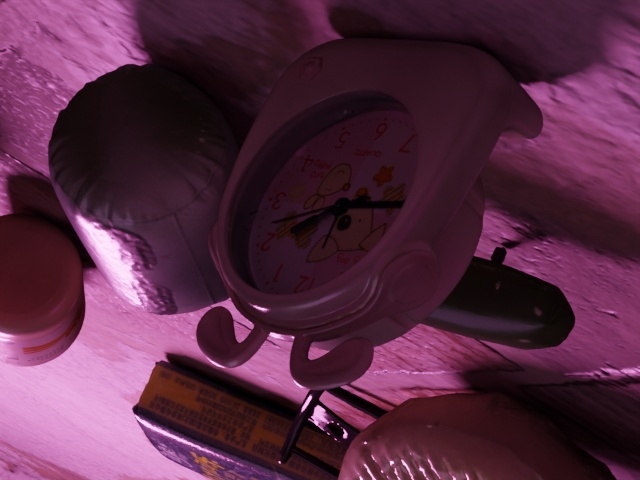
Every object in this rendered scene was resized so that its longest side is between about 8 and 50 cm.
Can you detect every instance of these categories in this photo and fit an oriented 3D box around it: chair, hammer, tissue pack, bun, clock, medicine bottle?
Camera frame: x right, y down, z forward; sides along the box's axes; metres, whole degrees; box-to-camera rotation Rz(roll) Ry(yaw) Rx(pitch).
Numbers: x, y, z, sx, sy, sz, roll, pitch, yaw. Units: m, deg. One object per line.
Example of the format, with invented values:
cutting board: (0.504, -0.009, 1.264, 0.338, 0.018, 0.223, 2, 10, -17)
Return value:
chair: (0.071, 0.259, 1.756, 0.260, 0.141, 0.154, 29, 139, 3)
hammer: (0.000, 0.000, 1.193, 0.335, 0.119, 0.206, 15, 163, 11)
tissue pack: (-0.063, 0.229, 2.029, 0.257, 0.081, 0.185, 22, 163, 12)
bun: (0.151, 0.237, 1.567, 0.287, 0.146, 0.287, 17, 128, 23)
clock: (0.016, -0.011, 0.956, 0.151, 0.191, 0.062, 10, 157, 45)
medicine bottle: (-0.275, 0.057, 1.754, 0.114, 0.114, 0.252, 26, 165, 1)
